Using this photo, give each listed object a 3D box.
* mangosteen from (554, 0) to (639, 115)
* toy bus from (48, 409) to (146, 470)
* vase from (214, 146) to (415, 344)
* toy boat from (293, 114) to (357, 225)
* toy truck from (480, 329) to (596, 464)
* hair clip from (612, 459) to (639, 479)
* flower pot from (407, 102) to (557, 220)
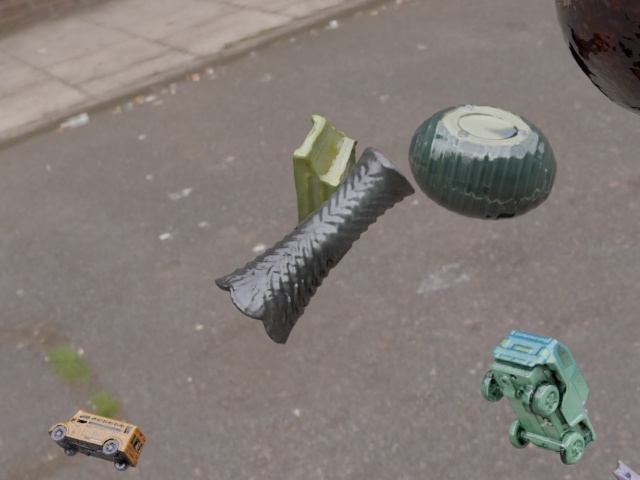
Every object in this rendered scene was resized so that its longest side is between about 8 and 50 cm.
[{"bbox_3d":[0.356,-0.235,0.831,0.330,0.330,0.330,-12,24,6],"label":"mangosteen"},{"bbox_3d":[-0.473,0.417,2.074,0.194,0.083,0.088,10,55,20],"label":"toy bus"},{"bbox_3d":[0.000,0.000,1.130,0.237,0.115,0.115,-46,28,-1],"label":"vase"},{"bbox_3d":[0.010,-0.065,1.427,0.084,0.276,0.111,16,60,8],"label":"toy boat"},{"bbox_3d":[0.443,0.314,1.955,0.155,0.279,0.156,9,51,48],"label":"toy truck"},{"bbox_3d":[0.582,0.459,1.549,0.292,0.084,0.106,34,78,30],"label":"hair clip"},{"bbox_3d":[0.265,-0.131,1.608,0.243,0.157,0.189,12,48,12],"label":"flower pot"}]
